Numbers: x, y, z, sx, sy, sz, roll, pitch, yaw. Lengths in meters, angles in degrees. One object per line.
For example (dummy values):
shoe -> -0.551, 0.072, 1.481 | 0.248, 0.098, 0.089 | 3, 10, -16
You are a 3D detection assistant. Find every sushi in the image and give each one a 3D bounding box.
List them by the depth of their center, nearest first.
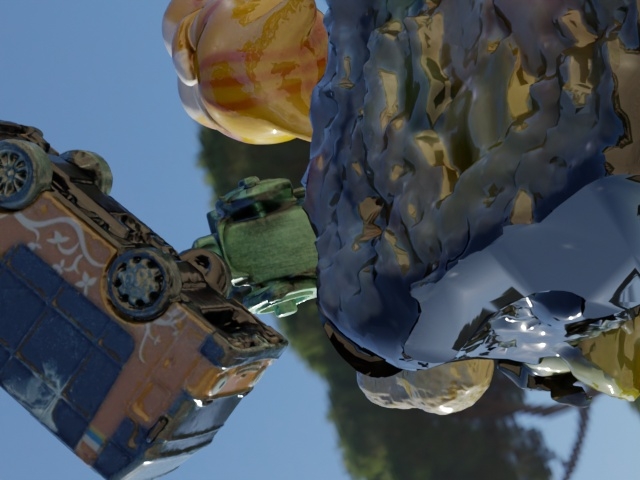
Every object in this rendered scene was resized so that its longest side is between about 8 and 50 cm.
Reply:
sushi -> 0.174, -0.081, 0.924 | 0.285, 0.328, 0.329 | 11, -127, -29

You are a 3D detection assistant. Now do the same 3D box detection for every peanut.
peanut -> 0.159, 0.189, 2.386 | 0.149, 0.149, 0.313 | 61, 160, -11

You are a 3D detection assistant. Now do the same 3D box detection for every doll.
doll -> -0.068, -0.178, 1.569 | 0.269, 0.162, 0.167 | -117, 7, -72

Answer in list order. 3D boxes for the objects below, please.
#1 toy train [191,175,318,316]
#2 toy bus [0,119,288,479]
toy train -> 0.000, 0.000, 1.868 | 0.238, 0.299, 0.167 | 67, -170, -82
toy bus -> -0.209, 0.053, 1.380 | 0.323, 0.194, 0.162 | 39, -171, 14
